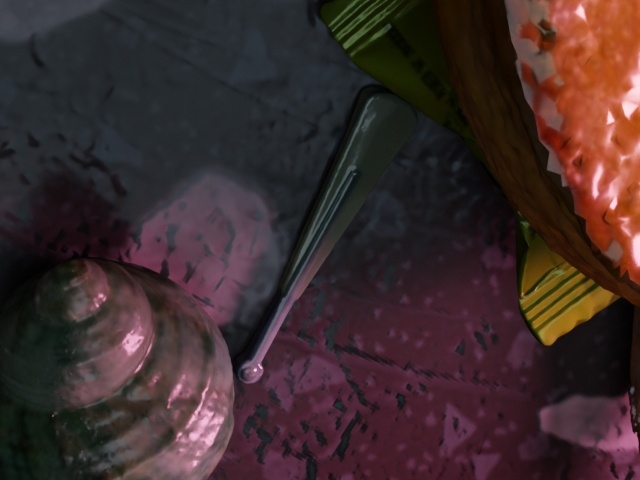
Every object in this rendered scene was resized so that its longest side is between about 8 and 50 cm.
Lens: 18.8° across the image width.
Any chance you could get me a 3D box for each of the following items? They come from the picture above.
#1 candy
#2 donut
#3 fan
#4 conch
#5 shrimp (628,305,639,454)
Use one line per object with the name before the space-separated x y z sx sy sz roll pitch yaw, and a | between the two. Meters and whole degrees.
candy | 0.117 -0.075 1.084 0.149 0.069 0.246 -37 95 -2
donut | 0.222 -0.130 1.001 0.435 0.163 0.378 30 80 -20
fan | 0.000 0.000 1.123 0.038 0.016 0.193 25 101 -19
conch | -0.137 0.093 1.074 0.175 0.122 0.188 15 102 11
shrimp | 0.249 0.047 1.165 0.143 0.052 0.251 6 105 -15
